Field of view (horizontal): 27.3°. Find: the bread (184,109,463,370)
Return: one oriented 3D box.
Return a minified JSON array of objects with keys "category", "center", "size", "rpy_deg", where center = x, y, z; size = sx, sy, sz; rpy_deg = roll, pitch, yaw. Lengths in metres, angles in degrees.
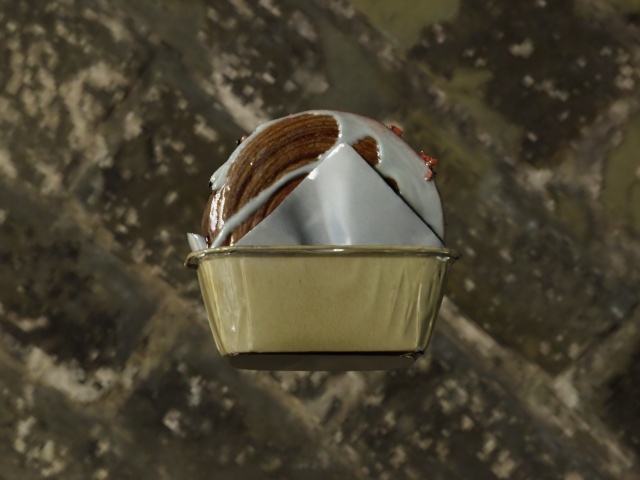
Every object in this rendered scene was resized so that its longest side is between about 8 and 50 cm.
[{"category":"bread","center":[0.000,0.000,1.089],"size":[0.224,0.142,0.212],"rpy_deg":[0,78,-8]}]
